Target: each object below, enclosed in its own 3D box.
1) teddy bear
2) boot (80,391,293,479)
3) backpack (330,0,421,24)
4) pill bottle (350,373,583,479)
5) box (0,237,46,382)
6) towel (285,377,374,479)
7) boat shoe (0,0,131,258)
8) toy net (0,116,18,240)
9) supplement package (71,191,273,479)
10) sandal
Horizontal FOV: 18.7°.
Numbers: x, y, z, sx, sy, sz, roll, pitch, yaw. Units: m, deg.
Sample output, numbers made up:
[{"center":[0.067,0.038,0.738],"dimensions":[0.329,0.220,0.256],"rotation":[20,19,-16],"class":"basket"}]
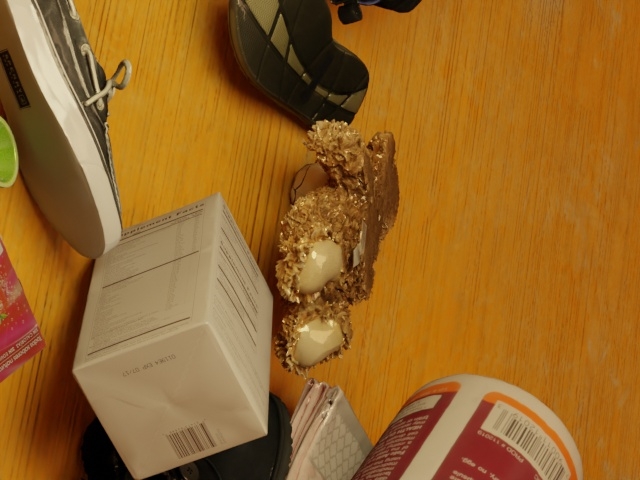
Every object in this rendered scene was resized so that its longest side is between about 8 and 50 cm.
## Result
[{"center":[0.000,0.000,2.061],"dimensions":[0.245,0.113,0.338],"rotation":[79,19,-44],"class":"teddy bear"},{"center":[-0.132,0.208,1.916],"dimensions":[0.207,0.094,0.246],"rotation":[38,40,-32],"class":"boot"},{"center":[0.087,-0.413,2.137],"dimensions":[0.263,0.276,0.213],"rotation":[56,24,17],"class":"backpack"},{"center":[0.106,0.329,1.982],"dimensions":[0.392,0.224,0.224],"rotation":[-49,125,-50],"class":"pill bottle"},{"center":[-0.364,0.098,1.588],"dimensions":[0.257,0.128,0.122],"rotation":[-42,119,-48],"class":"box"},{"center":[0.013,0.367,2.097],"dimensions":[0.332,0.053,0.317],"rotation":[61,41,-42],"class":"towel"},{"center":[-0.236,-0.137,1.799],"dimensions":[0.105,0.113,0.306],"rotation":[-30,102,-35],"class":"boat shoe"},{"center":[-0.299,0.006,1.727],"dimensions":[0.122,0.045,0.232],"rotation":[-23,103,-74],"class":"toy net"},{"center":[-0.131,0.085,1.819],"dimensions":[0.244,0.139,0.134],"rotation":[-88,156,-60],"class":"supplement package"},{"center":[-0.038,-0.204,2.104],"dimensions":[0.120,0.086,0.303],"rotation":[-53,152,-8],"class":"sandal"}]
